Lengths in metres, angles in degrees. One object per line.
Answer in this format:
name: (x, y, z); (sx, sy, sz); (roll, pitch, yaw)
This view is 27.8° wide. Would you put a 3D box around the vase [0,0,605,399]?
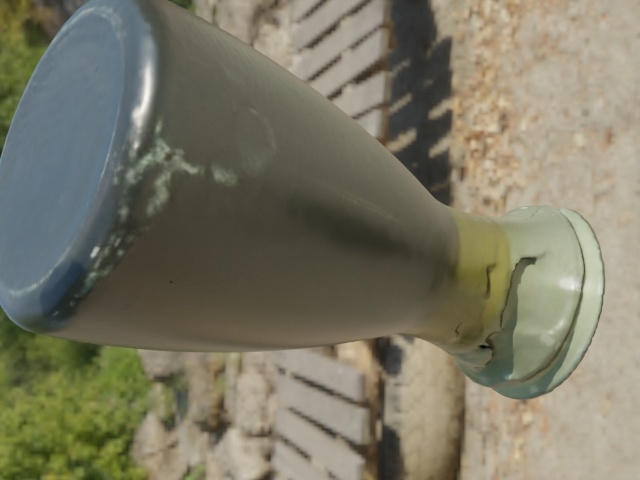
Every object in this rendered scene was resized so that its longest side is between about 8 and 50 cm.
vase: (0.000, 0.000, 0.701); (0.173, 0.321, 0.173); (-31, 50, 45)
